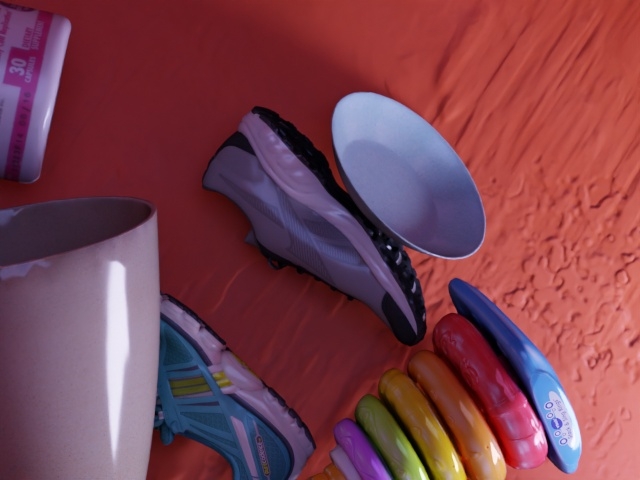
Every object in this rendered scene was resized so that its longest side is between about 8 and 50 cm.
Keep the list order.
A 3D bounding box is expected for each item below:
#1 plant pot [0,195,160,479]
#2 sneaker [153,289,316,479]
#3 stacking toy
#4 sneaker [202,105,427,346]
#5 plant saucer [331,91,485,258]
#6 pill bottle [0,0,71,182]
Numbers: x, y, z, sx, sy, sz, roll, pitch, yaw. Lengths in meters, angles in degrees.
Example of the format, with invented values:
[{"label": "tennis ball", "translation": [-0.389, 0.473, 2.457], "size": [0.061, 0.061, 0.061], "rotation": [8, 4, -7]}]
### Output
[{"label": "plant pot", "translation": [-0.243, 0.125, 1.696], "size": [0.256, 0.256, 0.274], "rotation": [-12, 102, -12]}, {"label": "sneaker", "translation": [-0.127, 0.131, 1.814], "size": [0.110, 0.107, 0.275], "rotation": [-45, 90, -6]}, {"label": "stacking toy", "translation": [0.071, 0.189, 1.793], "size": [0.302, 0.166, 0.175], "rotation": [-30, 125, -7]}, {"label": "sneaker", "translation": [0.000, 0.000, 1.874], "size": [0.108, 0.100, 0.271], "rotation": [-42, 94, 12]}, {"label": "plant saucer", "translation": [0.075, -0.054, 1.879], "size": [0.195, 0.037, 0.195], "rotation": [29, 38, -26]}, {"label": "pill bottle", "translation": [-0.380, -0.156, 1.789], "size": [0.283, 0.160, 0.160], "rotation": [12, 77, -8]}]
